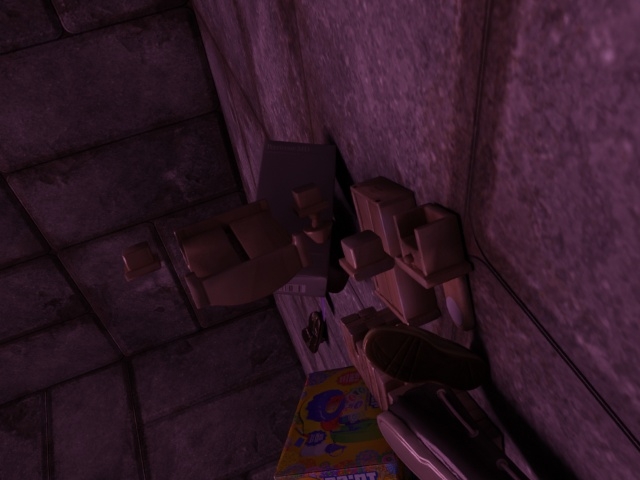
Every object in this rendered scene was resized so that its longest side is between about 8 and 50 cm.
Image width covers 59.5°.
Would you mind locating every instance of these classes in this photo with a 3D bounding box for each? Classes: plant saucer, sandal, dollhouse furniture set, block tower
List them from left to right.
[{"bbox_3d":[-0.043,0.069,0.680,0.303,0.356,0.173,-136,27,-66],"label":"dollhouse furniture set"},{"bbox_3d":[-0.011,0.294,1.816,0.090,0.060,0.219,57,150,31],"label":"sandal"},{"bbox_3d":[0.000,0.000,1.016,0.198,0.036,0.198,43,-151,-31],"label":"plant saucer"},{"bbox_3d":[0.132,0.214,0.784,0.335,0.091,0.097,-127,20,-58],"label":"block tower"}]

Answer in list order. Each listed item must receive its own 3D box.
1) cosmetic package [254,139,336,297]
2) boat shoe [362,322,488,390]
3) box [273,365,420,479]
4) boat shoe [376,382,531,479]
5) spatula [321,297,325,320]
[{"bbox_3d":[-0.042,-0.036,0.896,0.107,0.127,0.237,94,178,-68],"label":"cosmetic package"},{"bbox_3d":[0.111,0.122,0.611,0.048,0.153,0.056,-121,50,-64],"label":"boat shoe"},{"bbox_3d":[0.073,0.395,0.916,0.290,0.177,0.279,-60,-43,-72],"label":"box"},{"bbox_3d":[0.189,0.251,0.534,0.335,0.096,0.112,38,157,44],"label":"boat shoe"},{"bbox_3d":[-0.030,0.080,1.561,0.084,0.030,0.296,93,156,-63],"label":"spatula"}]
